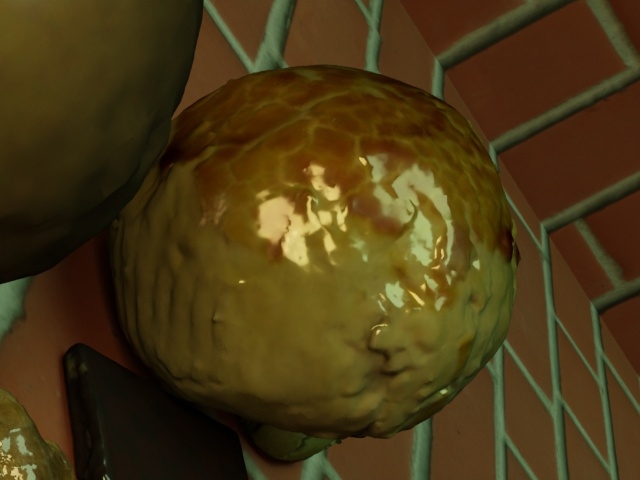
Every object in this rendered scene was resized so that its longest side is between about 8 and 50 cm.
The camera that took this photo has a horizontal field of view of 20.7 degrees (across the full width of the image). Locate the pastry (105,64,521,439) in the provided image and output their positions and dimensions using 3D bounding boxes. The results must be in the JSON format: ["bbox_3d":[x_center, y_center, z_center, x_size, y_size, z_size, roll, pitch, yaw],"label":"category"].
[{"bbox_3d":[0.000,0.000,1.600,0.388,0.388,0.312,-21,124,-72],"label":"pastry"}]

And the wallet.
[{"bbox_3d":[-0.134,0.198,1.503,0.229,0.049,0.182,41,26,-44],"label":"wallet"}]

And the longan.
[{"bbox_3d":[-0.272,-0.176,1.119,0.404,0.404,0.436,-96,159,-49],"label":"longan"}]

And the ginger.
[{"bbox_3d":[-0.208,0.207,1.263,0.214,0.059,0.133,60,22,-3],"label":"ginger"}]

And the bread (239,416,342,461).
[{"bbox_3d":[-0.034,0.166,1.793,0.117,0.064,0.156,64,17,11],"label":"bread"}]
